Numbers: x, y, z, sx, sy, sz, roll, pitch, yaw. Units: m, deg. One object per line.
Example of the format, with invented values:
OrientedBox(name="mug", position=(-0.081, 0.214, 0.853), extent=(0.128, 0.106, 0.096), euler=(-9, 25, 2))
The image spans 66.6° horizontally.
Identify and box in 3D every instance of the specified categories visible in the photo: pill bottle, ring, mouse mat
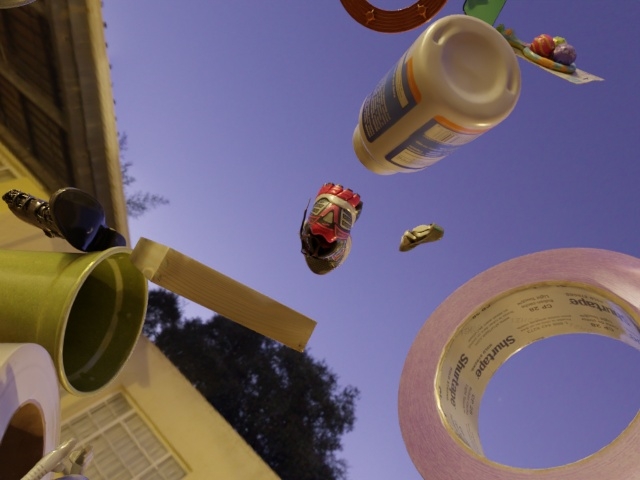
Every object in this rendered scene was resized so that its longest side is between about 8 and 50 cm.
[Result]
OrientedBox(name="pill bottle", position=(0.148, -0.191, 0.725), extent=(0.152, 0.152, 0.272), euler=(63, -20, 0))
OrientedBox(name="ring", position=(0.197, -0.728, 1.288), extent=(0.337, 0.032, 0.336), euler=(3, -74, 12))
OrientedBox(name="mouse mat", position=(0.387, -0.564, 1.091), extent=(0.007, 0.153, 0.189), euler=(34, -81, 36))

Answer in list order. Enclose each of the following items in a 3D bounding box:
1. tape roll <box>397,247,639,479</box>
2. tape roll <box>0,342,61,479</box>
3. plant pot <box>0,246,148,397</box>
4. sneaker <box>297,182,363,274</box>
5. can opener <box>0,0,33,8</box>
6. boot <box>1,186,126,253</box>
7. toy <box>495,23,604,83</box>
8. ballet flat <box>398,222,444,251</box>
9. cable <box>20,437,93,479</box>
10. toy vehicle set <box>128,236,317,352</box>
OrientedBox(name="tape roll", position=(0.211, 0.138, 0.449), extent=(0.275, 0.274, 0.090), euler=(-9, -48, 48))
OrientedBox(name="tape roll", position=(-0.374, 0.220, 0.461), extent=(0.246, 0.169, 0.245), euler=(-179, -90, -80))
OrientedBox(name="plant pot", position=(-0.506, 0.125, 0.908), extent=(0.254, 0.276, 0.275), euler=(10, -58, 8))
OrientedBox(name="sneaker", position=(0.000, 0.000, 1.019), extent=(0.121, 0.112, 0.299), euler=(23, -27, 7))
OrientedBox(name="can opener", position=(-0.499, -0.333, 0.581), extent=(0.074, 0.281, 0.093), euler=(64, -34, 37))
OrientedBox(name="boot", position=(-0.526, -0.047, 0.953), extent=(0.229, 0.091, 0.263), euler=(22, -25, 11))
OrientedBox(name="toy", position=(0.460, -0.395, 1.003), extent=(0.237, 0.137, 0.056), euler=(41, -46, 33))
OrientedBox(name="ballet flat", position=(0.320, -0.016, 1.636), extent=(0.068, 0.072, 0.213), euler=(32, -29, -23))
OrientedBox(name="cable", position=(-0.253, 0.332, 0.396), extent=(0.089, 0.257, 0.257), euler=(21, -60, 10))
OrientedBox(name="toy vehicle set", position=(-0.131, 0.054, 0.576), extent=(0.166, 0.035, 0.267), euler=(31, -11, -24))
